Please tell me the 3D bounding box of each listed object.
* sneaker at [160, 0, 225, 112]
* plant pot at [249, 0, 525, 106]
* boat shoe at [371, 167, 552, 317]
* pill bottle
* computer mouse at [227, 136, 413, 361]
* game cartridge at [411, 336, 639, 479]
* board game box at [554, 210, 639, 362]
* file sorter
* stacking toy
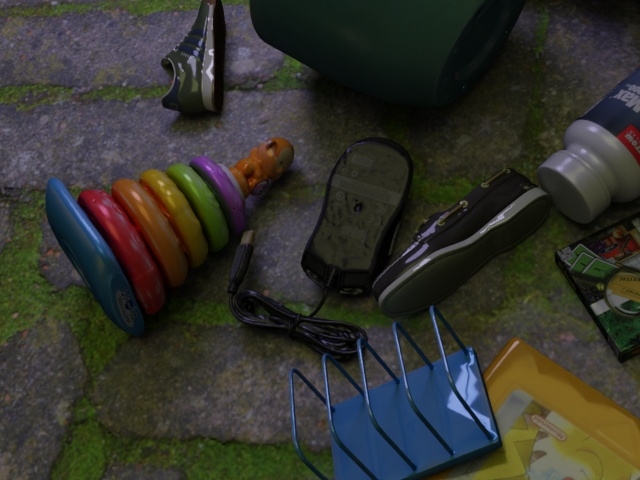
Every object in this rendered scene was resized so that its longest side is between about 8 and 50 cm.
[{"bbox_3d":[-0.181,-0.258,1.194,0.086,0.064,0.192,-5,63,8],"label":"sneaker"},{"bbox_3d":[0.099,-0.295,1.017,0.235,0.293,0.293,39,77,17],"label":"plant pot"},{"bbox_3d":[0.145,0.001,0.949,0.227,0.081,0.069,-32,54,-12],"label":"boat shoe"},{"bbox_3d":[0.329,-0.105,0.935,0.180,0.108,0.108,-40,58,-8],"label":"pill bottle"},{"bbox_3d":[0.000,0.000,1.003,0.184,0.060,0.262,13,77,18],"label":"computer mouse"},{"bbox_3d":[0.194,0.288,0.785,0.285,0.053,0.324,34,74,29],"label":"game cartridge"},{"bbox_3d":[0.393,0.012,0.897,0.259,0.030,0.136,-26,60,1],"label":"board game box"},{"bbox_3d":[0.065,0.155,0.829,0.170,0.104,0.118,-27,37,16],"label":"file sorter"},{"bbox_3d":[-0.153,-0.038,1.032,0.301,0.175,0.166,-31,57,-19],"label":"stacking toy"}]
